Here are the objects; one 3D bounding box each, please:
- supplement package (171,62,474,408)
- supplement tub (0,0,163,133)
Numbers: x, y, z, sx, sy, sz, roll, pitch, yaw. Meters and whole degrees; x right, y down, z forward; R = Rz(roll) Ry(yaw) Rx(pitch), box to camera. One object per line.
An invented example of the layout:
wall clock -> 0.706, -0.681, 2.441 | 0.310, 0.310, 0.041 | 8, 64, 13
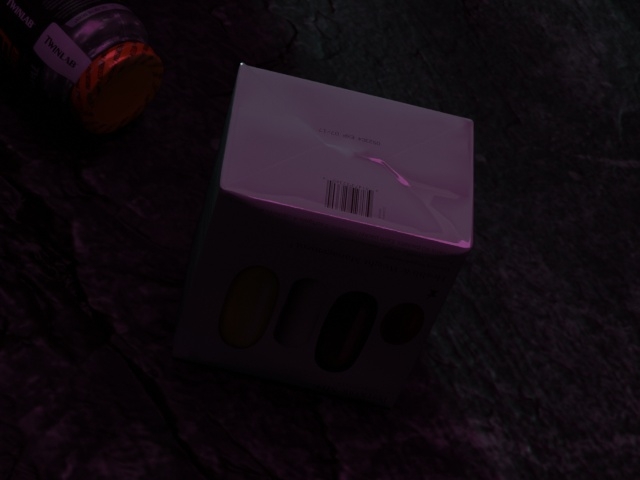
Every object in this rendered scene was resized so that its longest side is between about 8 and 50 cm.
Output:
supplement package -> 0.000, 0.000, 1.191 | 0.194, 0.203, 0.149 | 13, 46, -7
supplement tub -> -0.235, -0.189, 1.346 | 0.117, 0.117, 0.190 | -27, 61, -37
